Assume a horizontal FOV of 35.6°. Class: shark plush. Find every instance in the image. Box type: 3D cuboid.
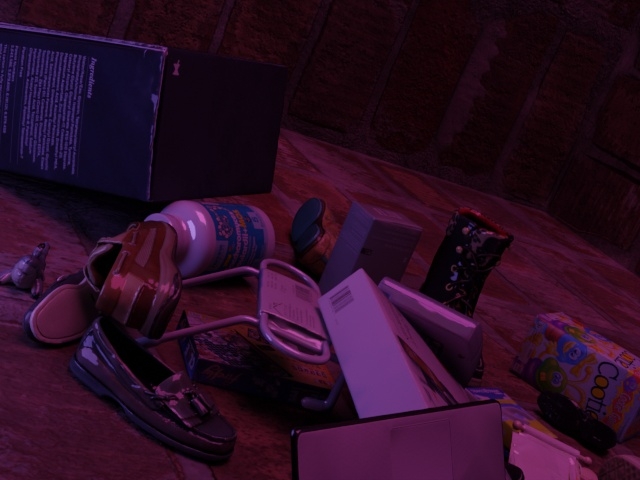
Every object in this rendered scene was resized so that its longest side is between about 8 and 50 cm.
[{"bbox_3d":[-0.446,0.036,1.580,0.073,0.067,0.161,25,15,5],"label":"shark plush"}]

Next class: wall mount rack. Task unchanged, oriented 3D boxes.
[{"bbox_3d":[-0.109,0.126,1.522,0.304,0.131,0.350,25,15,-11],"label":"wall mount rack"}]

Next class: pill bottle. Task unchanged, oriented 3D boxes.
[{"bbox_3d":[-0.218,-0.001,1.892,0.146,0.146,0.264,33,19,32],"label":"pill bottle"}]

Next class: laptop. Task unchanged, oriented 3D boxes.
[{"bbox_3d":[0.186,0.385,1.036,0.236,0.408,0.382,-7,-7,41],"label":"laptop"}]

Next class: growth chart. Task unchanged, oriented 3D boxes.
[{"bbox_3d":[0.358,0.379,1.571,0.172,0.021,0.237,33,31,3],"label":"growth chart"}]

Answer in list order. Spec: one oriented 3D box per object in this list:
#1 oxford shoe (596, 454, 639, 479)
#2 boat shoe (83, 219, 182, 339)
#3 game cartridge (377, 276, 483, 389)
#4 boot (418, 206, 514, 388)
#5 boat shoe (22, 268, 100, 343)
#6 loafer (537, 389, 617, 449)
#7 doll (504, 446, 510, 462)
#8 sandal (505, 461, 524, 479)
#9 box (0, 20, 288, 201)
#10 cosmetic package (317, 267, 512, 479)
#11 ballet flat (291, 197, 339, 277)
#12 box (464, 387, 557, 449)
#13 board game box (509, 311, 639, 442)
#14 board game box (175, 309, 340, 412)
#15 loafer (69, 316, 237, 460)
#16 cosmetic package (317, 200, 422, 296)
[{"bbox_3d":[0.569,0.461,1.475,0.130,0.169,0.449,20,11,-19],"label":"oxford shoe"},{"bbox_3d":[-0.282,0.034,1.472,0.119,0.123,0.324,20,11,-19],"label":"boat shoe"},{"bbox_3d":[0.169,0.181,1.682,0.196,0.060,0.294,30,-28,12],"label":"game cartridge"},{"bbox_3d":[0.285,0.107,1.997,0.138,0.284,0.377,21,15,-8],"label":"boot"},{"bbox_3d":[-0.383,0.098,1.495,0.079,0.084,0.233,-12,14,18],"label":"boat shoe"},{"bbox_3d":[0.497,0.353,1.939,0.170,0.062,0.061,36,-2,29],"label":"loafer"},{"bbox_3d":[0.279,0.344,1.646,0.129,0.046,0.189,23,19,-40],"label":"doll"},{"bbox_3d":[0.231,0.352,1.530,0.179,0.040,0.067,16,49,41],"label":"sandal"},{"bbox_3d":[-0.392,-0.267,2.054,0.471,0.298,0.480,11,9,25],"label":"box"},{"bbox_3d":[0.144,0.242,1.422,0.284,0.097,0.377,51,8,-29],"label":"cosmetic package"},{"bbox_3d":[0.000,0.000,2.305,0.123,0.123,0.348,21,15,-9],"label":"ballet flat"},{"bbox_3d":[0.330,0.321,1.810,0.109,0.042,0.178,9,22,-43],"label":"box"},{"bbox_3d":[0.567,0.280,2.098,0.275,0.142,0.144,33,18,32],"label":"board game box"},{"bbox_3d":[-0.103,0.193,1.604,0.243,0.042,0.165,17,16,-22],"label":"board game box"},{"bbox_3d":[-0.221,0.197,1.339,0.267,0.084,0.096,28,16,17],"label":"loafer"},{"bbox_3d":[0.090,0.053,1.992,0.127,0.238,0.107,11,17,-31],"label":"cosmetic package"}]
